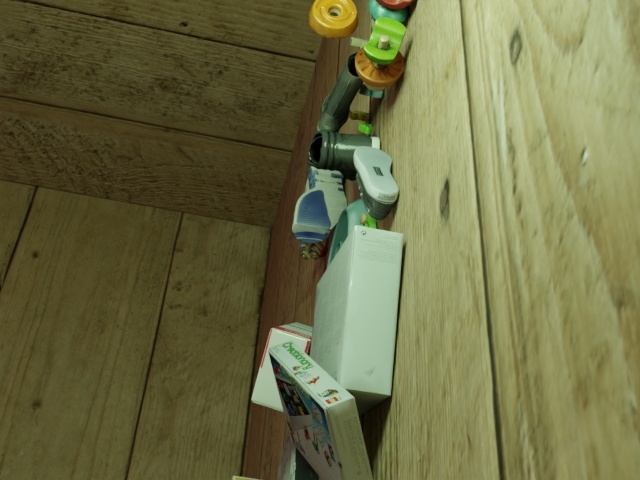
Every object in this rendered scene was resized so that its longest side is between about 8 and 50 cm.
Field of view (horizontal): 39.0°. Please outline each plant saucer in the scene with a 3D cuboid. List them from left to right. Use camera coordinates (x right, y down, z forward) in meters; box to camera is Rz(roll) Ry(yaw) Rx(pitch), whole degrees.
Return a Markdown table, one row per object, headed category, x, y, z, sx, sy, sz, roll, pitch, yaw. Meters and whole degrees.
| category | x | y | z | sx | sy | sz | roll | pitch | yaw |
| --- | --- | --- | --- | --- | --- | --- | --- | --- | --- |
| plant saucer | 0.053 | 0.055 | 2.043 | 0.317 | 0.044 | 0.317 | -169 | 90 | -83 |

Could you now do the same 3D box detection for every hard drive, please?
| category | x | y | z | sx | sy | sz | roll | pitch | yaw |
| --- | --- | --- | --- | --- | --- | --- | --- | --- | --- |
| hard drive | -0.057 | 0.589 | 2.079 | 0.339 | 0.064 | 0.237 | -91 | 13 | -54 |

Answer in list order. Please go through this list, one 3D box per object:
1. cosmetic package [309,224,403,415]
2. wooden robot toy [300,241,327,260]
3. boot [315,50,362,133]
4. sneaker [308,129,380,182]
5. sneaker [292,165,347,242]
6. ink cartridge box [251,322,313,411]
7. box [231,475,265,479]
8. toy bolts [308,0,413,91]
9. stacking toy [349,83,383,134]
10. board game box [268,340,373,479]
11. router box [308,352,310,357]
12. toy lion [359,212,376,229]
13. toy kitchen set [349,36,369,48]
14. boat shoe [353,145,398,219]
| category | x | y | z | sx | sy | sz | roll | pitch | yaw |
| --- | --- | --- | --- | --- | --- | --- | --- | --- | --- |
| cosmetic package | 0.053 | 0.171 | 1.657 | 0.377 | 0.097 | 0.284 | 120 | 160 | -69 |
| wooden robot toy | 0.000 | 0.000 | 2.537 | 0.079 | 0.076 | 0.173 | -44 | -11 | -28 |
| boot | 0.056 | -0.351 | 2.071 | 0.189 | 0.076 | 0.208 | -79 | 6 | -47 |
| sneaker | 0.041 | -0.198 | 2.067 | 0.296 | 0.147 | 0.104 | 168 | 110 | -84 |
| sneaker | 0.001 | -0.081 | 2.390 | 0.315 | 0.127 | 0.182 | -78 | 0 | -47 |
| ink cartridge box | -0.062 | 0.287 | 2.070 | 0.237 | 0.100 | 0.172 | 11 | -86 | -78 |
| box | -0.176 | 0.671 | 2.135 | 0.103 | 0.114 | 0.203 | -100 | 25 | -60 |
| toy bolts | 0.094 | -0.439 | 1.873 | 0.158 | 0.218 | 0.228 | 101 | -166 | -65 |
| stacking toy | 0.117 | -0.344 | 2.084 | 0.221 | 0.052 | 0.167 | -109 | 28 | -71 |
| board game box | -0.002 | 0.303 | 1.510 | 0.305 | 0.053 | 0.193 | -151 | 46 | -67 |
| router box | -0.009 | 0.298 | 1.962 | 0.179 | 0.046 | 0.133 | -43 | -33 | -68 |
| toy lion | 0.095 | 0.007 | 1.837 | 0.096 | 0.034 | 0.100 | -108 | 28 | -60 |
| toy kitchen set | 0.116 | -0.488 | 2.130 | 0.068 | 0.083 | 0.075 | -109 | 30 | -74 |
| boat shoe | 0.105 | -0.111 | 1.762 | 0.228 | 0.080 | 0.076 | -107 | 29 | -59 |
